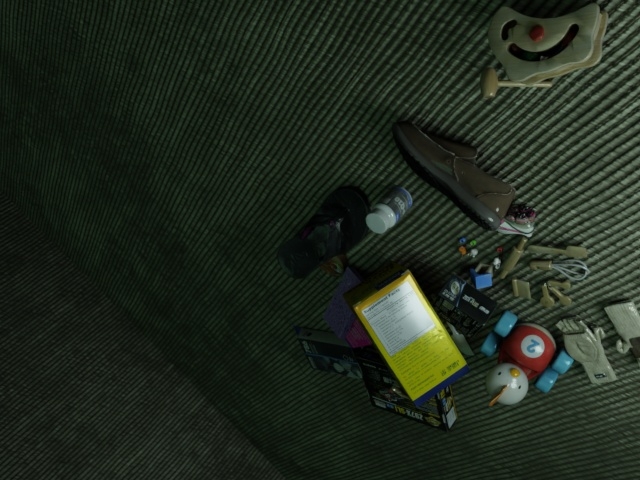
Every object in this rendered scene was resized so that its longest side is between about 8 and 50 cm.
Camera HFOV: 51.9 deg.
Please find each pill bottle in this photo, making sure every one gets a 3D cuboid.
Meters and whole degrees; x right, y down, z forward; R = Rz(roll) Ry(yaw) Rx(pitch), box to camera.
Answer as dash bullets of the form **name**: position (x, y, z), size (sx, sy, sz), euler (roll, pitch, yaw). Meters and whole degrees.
- **pill bottle**: position (0.186, -0.083, 1.795), size (0.078, 0.137, 0.078), euler (25, 138, 24)

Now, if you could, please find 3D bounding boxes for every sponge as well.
- **sponge**: position (0.082, 0.203, 2.128), size (0.117, 0.031, 0.210), euler (50, 123, 47)

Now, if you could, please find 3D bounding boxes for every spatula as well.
- **spatula**: position (0.358, 0.273, 2.059), size (0.168, 0.019, 0.242), euler (-15, 113, 50)

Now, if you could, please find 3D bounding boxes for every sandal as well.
- **sandal**: position (0.001, 0.003, 2.035), size (0.167, 0.107, 0.446), euler (47, 132, 3)

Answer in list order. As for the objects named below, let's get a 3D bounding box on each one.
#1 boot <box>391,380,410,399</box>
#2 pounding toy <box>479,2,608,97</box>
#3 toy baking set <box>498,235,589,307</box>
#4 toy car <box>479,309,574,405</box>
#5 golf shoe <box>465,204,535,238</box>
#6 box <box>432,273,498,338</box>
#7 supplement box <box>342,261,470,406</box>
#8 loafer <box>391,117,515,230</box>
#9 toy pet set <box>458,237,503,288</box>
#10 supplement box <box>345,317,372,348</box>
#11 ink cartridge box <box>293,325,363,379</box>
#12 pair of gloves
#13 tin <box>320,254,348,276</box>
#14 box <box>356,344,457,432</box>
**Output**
- **boot**: position (0.276, 0.414, 2.129), size (0.213, 0.165, 0.077), euler (28, 155, 38)
- **pounding toy**: position (0.442, -0.396, 1.326), size (0.269, 0.154, 0.154), euler (-11, 88, 37)
- **toy baking set**: position (0.568, 0.071, 1.672), size (0.196, 0.030, 0.256), euler (28, 140, 18)
- **toy car**: position (0.530, 0.359, 1.796), size (0.219, 0.238, 0.210), euler (33, 141, 15)
- **golf shoe**: position (0.441, -0.050, 1.644), size (0.186, 0.067, 0.086), euler (16, 135, 32)
- **box**: position (0.399, 0.186, 1.842), size (0.147, 0.077, 0.180), euler (35, 165, 14)
- **supplement box**: position (0.247, 0.269, 1.940), size (0.357, 0.194, 0.195), euler (58, 176, -9)
- **loafer**: position (0.326, -0.181, 1.613), size (0.366, 0.130, 0.134), euler (45, 179, 15)
- **toy pet set**: position (0.422, 0.066, 1.770), size (0.122, 0.065, 0.114), euler (15, 133, 35)
- **supplement box**: position (0.169, 0.266, 2.153), size (0.220, 0.111, 0.114), euler (-22, 107, 50)
- **ink cartridge box**: position (0.028, 0.419, 2.468), size (0.332, 0.065, 0.165), euler (2, 126, 43)
- **pair of gloves**: position (0.738, 0.256, 1.665), size (0.204, 0.042, 0.240), euler (52, 138, -3)
- **tin**: position (0.009, 0.041, 2.160), size (0.189, 0.040, 0.106), euler (40, 146, 9)
- **box**: position (0.297, 0.509, 2.286), size (0.322, 0.079, 0.257), euler (9, 132, 38)
